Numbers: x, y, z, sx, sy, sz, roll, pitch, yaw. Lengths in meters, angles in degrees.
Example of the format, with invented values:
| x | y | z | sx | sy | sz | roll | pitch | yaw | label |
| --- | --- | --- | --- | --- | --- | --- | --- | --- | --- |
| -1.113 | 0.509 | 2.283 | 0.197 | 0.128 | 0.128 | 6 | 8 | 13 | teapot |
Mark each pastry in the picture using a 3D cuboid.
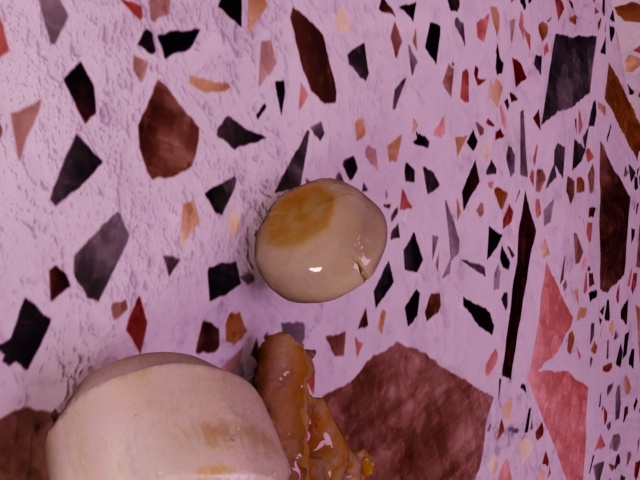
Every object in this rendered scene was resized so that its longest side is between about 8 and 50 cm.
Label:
| x | y | z | sx | sy | sz | roll | pitch | yaw | label |
| --- | --- | --- | --- | --- | --- | --- | --- | --- | --- |
| 0.000 | 0.000 | 1.263 | 0.092 | 0.156 | 0.156 | 49 | 53 | -43 | pastry |

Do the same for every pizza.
| x | y | z | sx | sy | sz | roll | pitch | yaw | label |
| --- | --- | --- | --- | --- | --- | --- | --- | --- | --- |
| 0.006 | 0.375 | 1.284 | 0.392 | 0.080 | 0.435 | -81 | 151 | -43 | pizza |

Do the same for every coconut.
| x | y | z | sx | sy | sz | roll | pitch | yaw | label |
| --- | --- | --- | --- | --- | --- | --- | --- | --- | --- |
| -0.135 | 0.228 | 0.988 | 0.241 | 0.241 | 0.241 | -9 | 100 | -57 | coconut |
